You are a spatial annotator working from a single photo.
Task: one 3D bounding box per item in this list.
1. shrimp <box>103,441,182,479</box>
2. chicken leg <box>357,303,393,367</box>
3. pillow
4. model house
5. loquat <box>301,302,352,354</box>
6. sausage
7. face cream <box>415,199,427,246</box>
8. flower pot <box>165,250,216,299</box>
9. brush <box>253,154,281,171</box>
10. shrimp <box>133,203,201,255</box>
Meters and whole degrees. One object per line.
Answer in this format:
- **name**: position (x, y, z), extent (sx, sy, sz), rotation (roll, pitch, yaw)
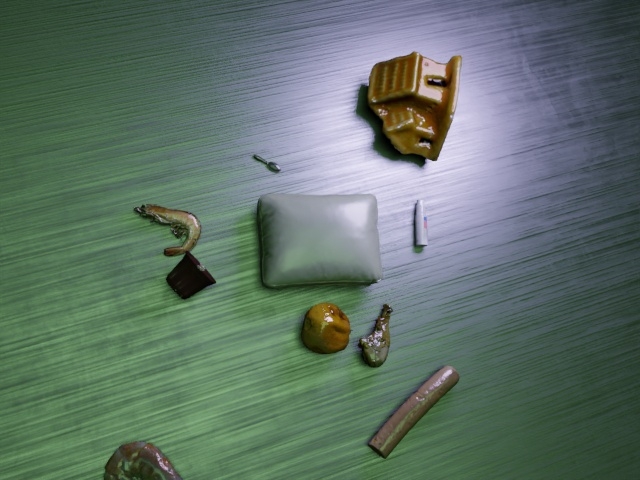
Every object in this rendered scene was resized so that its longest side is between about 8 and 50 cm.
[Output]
- **shrimp**: position (-0.384, 0.615, 1.629), extent (0.164, 0.062, 0.317), rotation (-38, 84, -13)
- **chicken leg**: position (0.148, 0.243, 1.818), extent (0.093, 0.070, 0.178), rotation (33, 65, -22)
- **pillow**: position (0.000, 0.000, 1.808), extent (0.322, 0.120, 0.256), rotation (-2, 77, -10)
- **model house**: position (0.243, -0.375, 1.912), extent (0.239, 0.173, 0.268), rotation (12, 74, -11)
- **loquat**: position (0.017, 0.226, 1.771), extent (0.137, 0.113, 0.137), rotation (13, 66, -31)
- **sausage**: position (0.245, 0.435, 1.801), extent (0.301, 0.066, 0.066), rotation (-42, 89, -18)
- **face cream**: position (0.276, -0.049, 1.923), extent (0.034, 0.034, 0.130), rotation (2, 77, -12)
- **flower pot**: position (-0.327, 0.094, 1.732), extent (0.089, 0.111, 0.111), rotation (-42, 89, -5)
- **brush**: position (-0.143, -0.208, 1.878), extent (0.083, 0.008, 0.024), rotation (30, 77, -5)
- **shrimp**: position (-0.394, -0.025, 1.775), extent (0.178, 0.034, 0.124), rotation (12, 82, -14)
